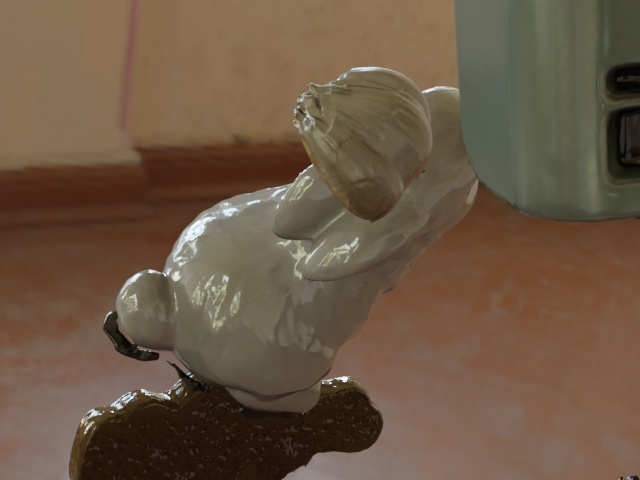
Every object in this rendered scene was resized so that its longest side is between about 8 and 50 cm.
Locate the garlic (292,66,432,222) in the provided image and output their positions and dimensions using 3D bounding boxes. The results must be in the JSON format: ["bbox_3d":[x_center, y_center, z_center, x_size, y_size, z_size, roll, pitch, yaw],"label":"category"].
[{"bbox_3d":[0.032,-0.064,0.933,0.074,0.094,0.113,-14,34,18],"label":"garlic"}]

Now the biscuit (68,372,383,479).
[{"bbox_3d":[-0.088,0.201,1.504,0.320,0.183,0.047,-17,31,-18],"label":"biscuit"}]

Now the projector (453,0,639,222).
[{"bbox_3d":[0.174,-0.122,0.543,0.251,0.198,0.108,-8,15,-11],"label":"projector"}]

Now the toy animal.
[{"bbox_3d":[0.000,0.000,1.367,0.258,0.357,0.194,-9,61,-48],"label":"toy animal"}]

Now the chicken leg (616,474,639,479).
[{"bbox_3d":[0.174,0.254,0.909,0.051,0.253,0.106,13,27,16],"label":"chicken leg"}]
